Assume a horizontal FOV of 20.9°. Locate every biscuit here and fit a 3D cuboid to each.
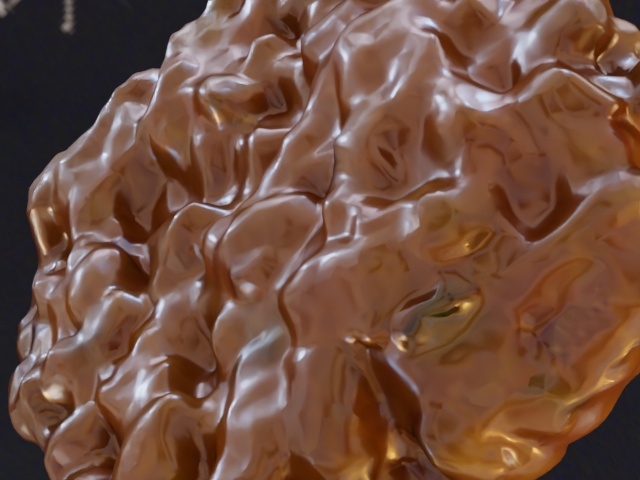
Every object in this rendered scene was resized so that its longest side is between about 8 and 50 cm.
[{"bbox_3d":[0.000,0.000,0.699,0.312,0.110,0.318,-46,-146,14],"label":"biscuit"}]
